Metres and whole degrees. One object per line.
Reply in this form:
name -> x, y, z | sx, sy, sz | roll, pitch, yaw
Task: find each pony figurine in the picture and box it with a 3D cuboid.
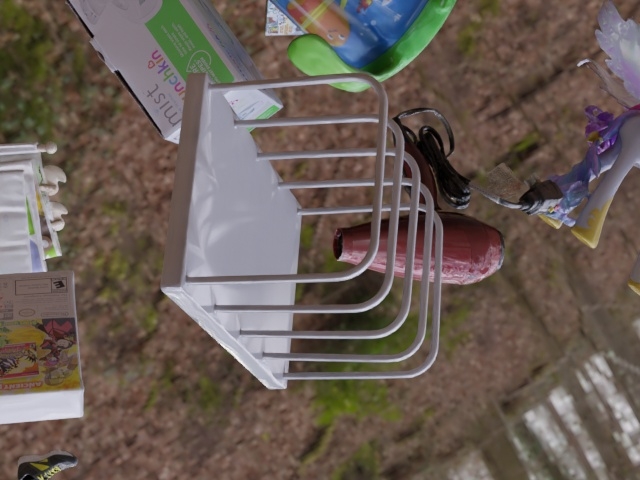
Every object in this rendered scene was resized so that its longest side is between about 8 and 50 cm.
pony figurine -> 0.489, -0.144, 1.905 | 0.363, 0.351, 0.303 | -51, 169, 0

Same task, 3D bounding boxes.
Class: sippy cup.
sippy cup -> 0.026, -0.349, 1.610 | 0.240, 0.224, 0.305 | -50, -151, 15

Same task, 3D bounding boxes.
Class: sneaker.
sneaker -> -0.333, 0.280, 1.566 | 0.083, 0.031, 0.035 | -12, -130, 20

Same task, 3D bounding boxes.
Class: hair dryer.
hair dryer -> 0.119, -0.035, 1.466 | 0.293, 0.224, 0.080 | -33, 147, -44

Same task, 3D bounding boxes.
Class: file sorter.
file sorter -> 0.000, 0.000, 1.121 | 0.173, 0.192, 0.277 | -2, 157, 16

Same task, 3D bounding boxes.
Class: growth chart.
growth chart -> -0.424, -0.023, 1.712 | 0.172, 0.237, 0.021 | 4, -157, -4

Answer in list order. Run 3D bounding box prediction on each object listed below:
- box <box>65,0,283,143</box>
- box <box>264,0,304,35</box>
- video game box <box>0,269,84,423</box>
box -> -0.191, -0.250, 1.612 | 0.127, 0.262, 0.231 | -36, 172, 7
box -> -0.032, -0.347, 1.855 | 0.094, 0.027, 0.137 | -1, 154, -7
video game box -> -0.346, 0.108, 1.295 | 0.205, 0.048, 0.187 | -3, -144, -11
